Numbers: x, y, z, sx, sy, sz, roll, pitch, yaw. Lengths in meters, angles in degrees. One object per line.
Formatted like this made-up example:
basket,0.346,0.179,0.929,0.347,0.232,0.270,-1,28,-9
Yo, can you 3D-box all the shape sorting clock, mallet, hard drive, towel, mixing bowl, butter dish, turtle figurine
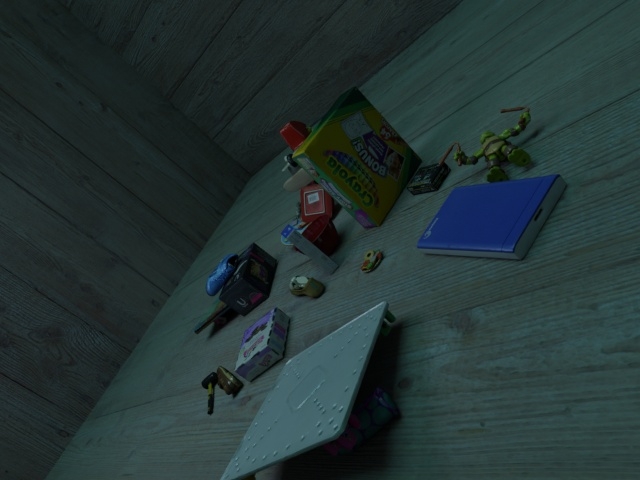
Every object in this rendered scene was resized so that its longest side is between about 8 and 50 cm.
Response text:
shape sorting clock,-0.086,-0.051,2.042,0.206,0.040,0.206,-26,26,14
mallet,-0.381,0.533,1.625,0.062,0.039,0.190,-46,24,-1
hard drive,0.387,-0.053,1.098,0.210,0.040,0.319,-53,20,-15
towel,-0.437,0.261,2.168,0.271,0.040,0.370,-39,12,24
mixing bowl,0.000,0.000,1.730,0.181,0.098,0.181,-41,19,18
butter dish,0.004,-0.158,2.000,0.160,0.118,0.159,-7,84,34
turtle figurine,0.454,-0.230,1.225,0.269,0.087,0.217,-30,31,22

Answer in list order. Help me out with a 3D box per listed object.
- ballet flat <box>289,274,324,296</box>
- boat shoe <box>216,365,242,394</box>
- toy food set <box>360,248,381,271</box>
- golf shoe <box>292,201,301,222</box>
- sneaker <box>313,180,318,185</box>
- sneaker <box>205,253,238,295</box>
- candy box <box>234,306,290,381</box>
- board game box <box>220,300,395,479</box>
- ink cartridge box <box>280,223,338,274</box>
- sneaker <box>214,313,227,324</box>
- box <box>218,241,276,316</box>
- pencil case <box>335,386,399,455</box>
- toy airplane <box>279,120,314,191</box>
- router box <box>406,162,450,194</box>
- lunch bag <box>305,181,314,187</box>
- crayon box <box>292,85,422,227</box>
ballet flat,-0.063,0.149,1.617,0.080,0.073,0.232,-55,20,-20
boat shoe,-0.323,0.472,1.563,0.060,0.064,0.178,-52,22,-17
toy food set,0.154,0.061,1.404,0.082,0.020,0.083,-14,38,58
golf shoe,-0.091,-0.097,2.194,0.086,0.069,0.176,90,-171,-55
sneaker,-0.012,-0.263,2.258,0.224,0.098,0.083,-22,32,51
sneaker,-0.413,0.139,1.956,0.082,0.069,0.209,-20,35,50
candy box,-0.189,0.339,1.524,0.165,0.070,0.196,-40,20,22
board game box,-0.016,0.345,1.036,0.390,0.050,0.390,-39,9,34
ink cartridge box,-0.037,0.031,1.585,0.046,0.207,0.097,-50,20,-1
sneaker,-0.450,0.350,2.108,0.057,0.047,0.119,-47,17,-33
box,-0.308,0.164,1.999,0.165,0.143,0.270,-40,21,26
pencil case,0.081,0.358,0.917,0.152,0.070,0.064,-43,20,11
toy airplane,0.021,-0.374,1.998,0.384,0.386,0.272,90,172,-50
router box,0.342,-0.196,1.469,0.092,0.038,0.122,-54,20,-17
lunch bag,0.021,-0.383,2.303,0.293,0.120,0.258,-34,8,33
crayon box,0.134,-0.276,1.574,0.313,0.363,0.106,-56,21,-21
